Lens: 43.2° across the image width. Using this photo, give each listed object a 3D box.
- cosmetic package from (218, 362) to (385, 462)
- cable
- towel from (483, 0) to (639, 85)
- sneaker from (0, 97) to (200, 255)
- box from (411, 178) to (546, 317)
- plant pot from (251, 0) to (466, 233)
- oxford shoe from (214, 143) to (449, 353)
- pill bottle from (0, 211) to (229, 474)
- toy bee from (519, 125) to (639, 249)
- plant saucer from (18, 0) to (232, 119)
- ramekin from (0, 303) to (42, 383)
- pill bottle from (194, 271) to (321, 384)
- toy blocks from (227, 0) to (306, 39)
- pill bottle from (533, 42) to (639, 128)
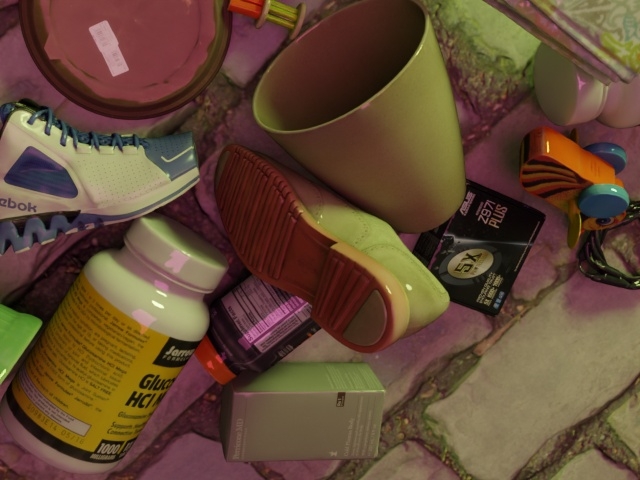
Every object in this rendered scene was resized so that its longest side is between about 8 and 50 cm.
[{"bbox_3d":[-0.032,0.263,1.248,0.238,0.107,0.127,0,109,-17],"label":"cosmetic package"},{"bbox_3d":[0.521,0.008,1.343,0.185,0.047,0.150,12,98,-14],"label":"cable"},{"bbox_3d":[0.355,-0.411,0.969,0.321,0.090,0.374,28,108,-20],"label":"towel"},{"bbox_3d":[-0.324,-0.109,1.054,0.316,0.127,0.182,-20,112,-6],"label":"sneaker"},{"bbox_3d":[0.236,0.007,1.250,0.147,0.077,0.180,22,100,-18],"label":"box"},{"bbox_3d":[0.086,-0.141,1.102,0.256,0.256,0.274,-38,127,-1],"label":"plant pot"},{"bbox_3d":[0.000,0.000,1.075,0.147,0.397,0.140,-9,134,-43],"label":"oxford shoe"},{"bbox_3d":[-0.272,0.134,1.102,0.188,0.188,0.334,31,99,-20],"label":"pill bottle"},{"bbox_3d":[0.405,-0.059,1.227,0.298,0.162,0.195,37,56,-5],"label":"toy bee"},{"bbox_3d":[-0.252,-0.295,1.065,0.278,0.041,0.277,-4,108,-13],"label":"plant saucer"},{"bbox_3d":[-0.501,0.190,1.015,0.148,0.303,0.303,35,95,-13],"label":"ramekin"},{"bbox_3d":[-0.071,0.103,1.176,0.246,0.130,0.130,-38,111,0],"label":"pill bottle"},{"bbox_3d":[-0.085,-0.350,1.080,0.148,0.054,0.123,16,101,-18],"label":"toy blocks"},{"bbox_3d":[0.485,-0.261,1.180,0.319,0.176,0.176,-13,109,-10],"label":"pill bottle"}]
